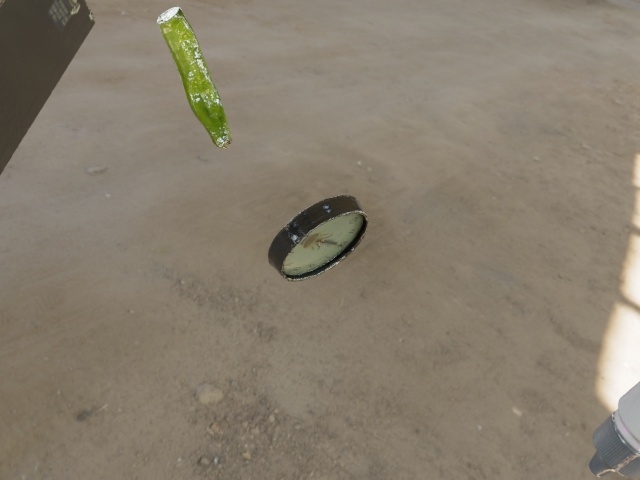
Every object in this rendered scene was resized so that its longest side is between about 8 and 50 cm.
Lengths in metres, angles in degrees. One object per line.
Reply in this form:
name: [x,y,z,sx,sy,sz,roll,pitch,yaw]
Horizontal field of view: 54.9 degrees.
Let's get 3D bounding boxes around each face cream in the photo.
face cream: [0.423,0.187,0.719,0.092,0.311,0.092,20,33,-14]

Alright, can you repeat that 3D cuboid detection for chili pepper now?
chili pepper: [-0.175,-0.227,0.877,0.050,0.201,0.052,4,33,44]

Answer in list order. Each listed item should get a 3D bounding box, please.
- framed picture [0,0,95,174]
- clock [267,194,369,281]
framed picture: [-0.384,-0.175,0.739,0.014,0.338,0.255,29,-7,-6]
clock: [0.000,0.000,1.031,0.184,0.184,0.040,-12,57,-40]
